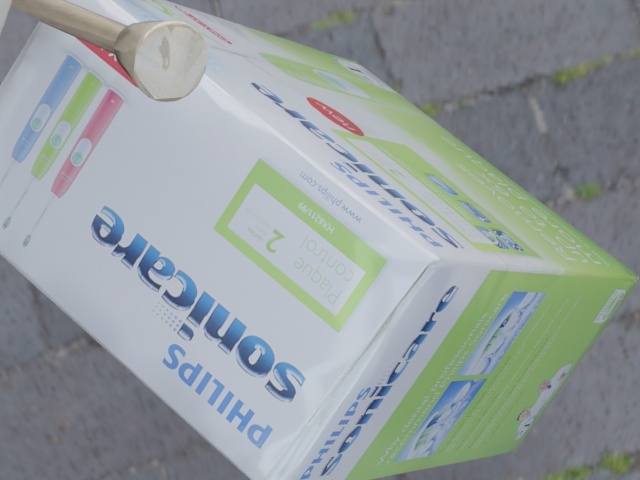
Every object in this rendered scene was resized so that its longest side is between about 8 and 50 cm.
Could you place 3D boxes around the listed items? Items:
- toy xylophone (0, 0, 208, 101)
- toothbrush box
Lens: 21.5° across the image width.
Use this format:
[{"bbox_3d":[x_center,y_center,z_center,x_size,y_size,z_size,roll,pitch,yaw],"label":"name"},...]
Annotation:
[{"bbox_3d":[-0.180,-0.121,0.585,0.322,0.236,0.081,29,111,46],"label":"toy xylophone"},{"bbox_3d":[0.000,0.000,0.782,0.206,0.283,0.122,39,105,23],"label":"toothbrush box"}]
